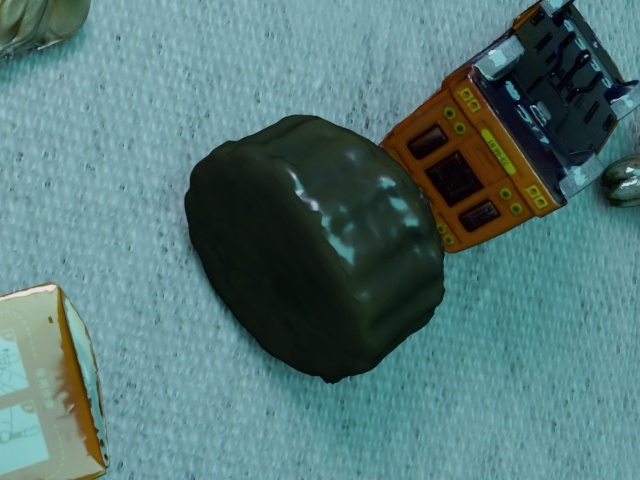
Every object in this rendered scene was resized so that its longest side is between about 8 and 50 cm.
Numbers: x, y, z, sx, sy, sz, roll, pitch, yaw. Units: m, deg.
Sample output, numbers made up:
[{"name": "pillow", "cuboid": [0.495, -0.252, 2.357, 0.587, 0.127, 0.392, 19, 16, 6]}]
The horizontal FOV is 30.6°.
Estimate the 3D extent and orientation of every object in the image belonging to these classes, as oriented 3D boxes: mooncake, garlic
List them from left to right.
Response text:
[{"name": "garlic", "cuboid": [-0.252, -0.199, 0.981, 0.113, 0.074, 0.094, 15, 106, -22]}, {"name": "mooncake", "cuboid": [0.000, 0.000, 0.972, 0.124, 0.228, 0.228, -35, 95, -29]}]

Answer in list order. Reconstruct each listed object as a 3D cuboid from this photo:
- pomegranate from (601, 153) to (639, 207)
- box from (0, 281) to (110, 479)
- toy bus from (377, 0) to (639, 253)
[{"name": "pomegranate", "cuboid": [0.386, -0.072, 1.167, 0.210, 0.180, 0.180, -17, 89, 6]}, {"name": "box", "cuboid": [-0.337, 0.141, 0.823, 0.341, 0.225, 0.143, -18, 91, -21]}, {"name": "toy bus", "cuboid": [0.178, -0.116, 1.052, 0.143, 0.153, 0.329, 54, 33, -6]}]
